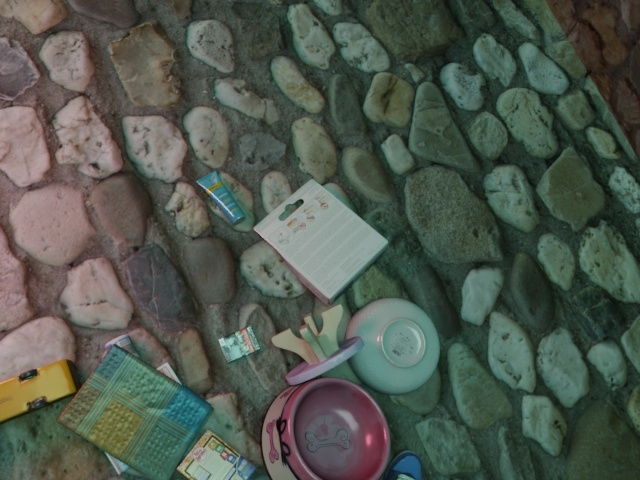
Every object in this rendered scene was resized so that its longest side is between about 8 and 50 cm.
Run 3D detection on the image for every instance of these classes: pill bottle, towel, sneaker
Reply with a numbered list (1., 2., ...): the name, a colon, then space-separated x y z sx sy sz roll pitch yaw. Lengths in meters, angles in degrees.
1. pill bottle: -0.600 0.367 1.659 0.078 0.078 0.137 -27 82 -19
2. towel: -0.540 0.518 1.602 0.370 0.040 0.271 37 74 -12
3. sneaker: 0.265 0.819 1.654 0.130 0.236 0.323 30 70 -4

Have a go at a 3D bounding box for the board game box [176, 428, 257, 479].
1. board game box: -0.313 0.692 1.628 0.193 0.045 0.147 36 60 7

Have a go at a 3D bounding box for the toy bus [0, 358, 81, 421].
1. toy bus: -0.878 0.452 1.541 0.332 0.130 0.108 -20 81 -18

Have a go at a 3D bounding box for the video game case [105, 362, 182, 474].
1. video game case: -0.542 0.541 1.653 0.285 0.025 0.204 -33 84 -19

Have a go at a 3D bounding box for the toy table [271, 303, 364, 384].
1. toy table: -0.016 0.330 1.733 0.274 0.252 0.161 -28 91 -8

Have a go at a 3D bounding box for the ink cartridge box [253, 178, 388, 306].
1. ink cartridge box: 0.000 0.000 1.923 0.385 0.091 0.308 41 69 18

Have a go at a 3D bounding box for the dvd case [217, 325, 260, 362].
1. dvd case: -0.269 0.344 1.779 0.119 0.013 0.087 -21 80 -19

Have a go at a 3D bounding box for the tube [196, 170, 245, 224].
1. tube: -0.343 -0.148 1.886 0.080 0.052 0.207 -33 78 -30

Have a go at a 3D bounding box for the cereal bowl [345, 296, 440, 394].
1. cereal bowl: 0.261 0.354 1.837 0.339 0.141 0.339 4 74 -13

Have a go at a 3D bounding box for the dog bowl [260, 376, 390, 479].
1. dog bowl: 0.033 0.599 1.629 0.408 0.150 0.408 16 50 -19
